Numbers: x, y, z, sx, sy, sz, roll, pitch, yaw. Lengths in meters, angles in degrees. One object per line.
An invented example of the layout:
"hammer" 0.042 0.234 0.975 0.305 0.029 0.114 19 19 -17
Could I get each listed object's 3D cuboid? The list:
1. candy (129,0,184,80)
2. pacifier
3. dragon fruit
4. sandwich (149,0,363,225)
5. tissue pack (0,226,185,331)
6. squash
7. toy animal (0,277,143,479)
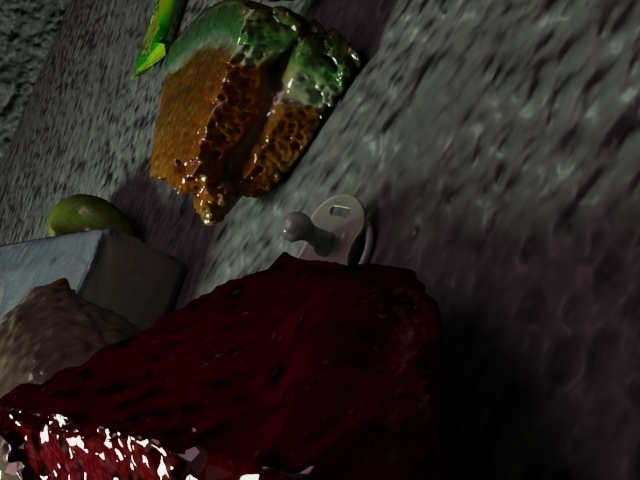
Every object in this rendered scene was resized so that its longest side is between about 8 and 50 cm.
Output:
"candy" -0.233 -0.326 1.876 0.102 0.032 0.178 -34 37 54
"pacifier" 0.000 0.000 0.920 0.068 0.064 0.083 12 78 51
"dragon fruit" -0.052 0.132 0.660 0.330 0.240 0.303 159 116 -71
"sandwich" -0.083 -0.131 1.198 0.212 0.109 0.292 -62 21 8
"tissue pack" -0.324 0.142 1.401 0.394 0.124 0.288 -7 57 57
"squash" -0.308 -0.016 1.641 0.095 0.094 0.341 -67 20 -3
"toy animal" -0.158 0.174 0.896 0.226 0.188 0.359 118 137 -54
